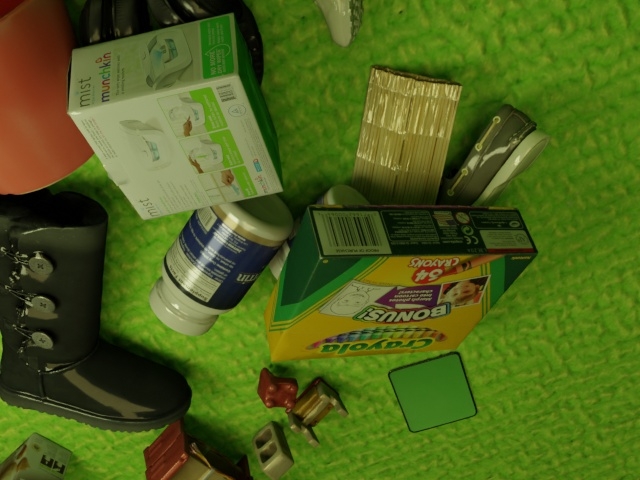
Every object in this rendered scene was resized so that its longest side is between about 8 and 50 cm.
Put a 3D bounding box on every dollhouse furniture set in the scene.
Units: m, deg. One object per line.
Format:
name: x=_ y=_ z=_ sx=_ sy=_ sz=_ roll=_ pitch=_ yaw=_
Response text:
dollhouse furniture set: x=-0.156 y=0.387 z=1.508 sx=0.374 sy=0.152 sz=0.201 roll=-45 pitch=114 yaw=3

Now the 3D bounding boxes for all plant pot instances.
plant pot: x=-0.447 y=-0.216 z=1.053 sx=0.275 sy=0.275 sz=0.243 roll=-16 pitch=131 yaw=6

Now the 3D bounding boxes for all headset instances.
headset: x=-0.232 y=-0.338 z=1.072 sx=0.243 sy=0.185 sz=0.394 roll=-16 pitch=136 yaw=11

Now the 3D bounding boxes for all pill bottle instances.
pill bottle: x=-0.175 y=0.029 z=1.262 sx=0.153 sy=0.153 sz=0.265 roll=29 pitch=116 yaw=-19
pill bottle: x=0.000 y=0.000 z=1.272 sx=0.112 sy=0.112 sz=0.186 roll=35 pitch=124 yaw=-22

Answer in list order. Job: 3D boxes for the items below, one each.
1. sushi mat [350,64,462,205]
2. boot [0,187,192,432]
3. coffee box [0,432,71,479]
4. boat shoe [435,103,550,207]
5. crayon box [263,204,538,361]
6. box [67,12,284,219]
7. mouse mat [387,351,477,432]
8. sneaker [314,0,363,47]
sushi mat: x=0.129 y=-0.123 z=1.236 sx=0.151 sy=0.019 sz=0.317 roll=16 pitch=121 yaw=13
boot: x=-0.396 y=0.122 z=1.305 sx=0.367 sy=0.146 sz=0.445 roll=7 pitch=121 yaw=-7
coffee box: x=-0.602 y=0.530 z=1.486 sx=0.098 sy=0.246 sz=0.141 roll=38 pitch=112 yaw=-23
boat shoe: x=0.253 y=-0.092 z=1.249 sx=0.091 sy=0.109 sz=0.305 roll=49 pitch=129 yaw=16
crayon box: x=0.117 y=0.077 z=1.230 sx=0.363 sy=0.106 sz=0.313 roll=0 pitch=143 yaw=-19
box: x=-0.195 y=-0.162 z=1.066 sx=0.231 sy=0.127 sz=0.262 roll=-11 pitch=148 yaw=6
mouse mat: x=0.234 y=0.317 z=1.545 sx=0.152 sy=0.007 sz=0.190 roll=-17 pitch=122 yaw=7
sneaker: x=0.006 y=-0.393 z=1.067 sx=0.094 sy=0.090 sz=0.235 roll=-3 pitch=118 yaw=13
